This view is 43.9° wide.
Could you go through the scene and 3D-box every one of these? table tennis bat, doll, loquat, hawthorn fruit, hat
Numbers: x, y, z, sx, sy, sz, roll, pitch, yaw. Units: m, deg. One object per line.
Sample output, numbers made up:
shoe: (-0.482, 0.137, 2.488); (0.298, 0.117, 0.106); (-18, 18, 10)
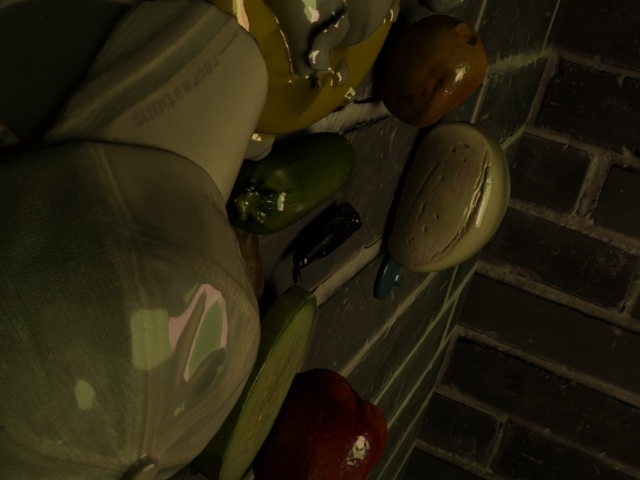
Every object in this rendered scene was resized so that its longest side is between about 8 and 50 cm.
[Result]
table tennis bat: (0.125, 0.059, 1.384); (0.100, 0.019, 0.155); (-68, 162, -4)
doll: (-0.006, -0.177, 0.540); (0.237, 0.111, 0.252); (-44, 156, -23)
loquat: (0.130, -0.197, 0.932); (0.137, 0.113, 0.137); (-59, -176, 7)
hawthorn fruit: (-0.009, 0.247, 0.986); (0.179, 0.173, 0.173); (-47, 174, 28)
hat: (-0.095, 0.008, 0.410); (0.232, 0.161, 0.275); (91, 22, -58)

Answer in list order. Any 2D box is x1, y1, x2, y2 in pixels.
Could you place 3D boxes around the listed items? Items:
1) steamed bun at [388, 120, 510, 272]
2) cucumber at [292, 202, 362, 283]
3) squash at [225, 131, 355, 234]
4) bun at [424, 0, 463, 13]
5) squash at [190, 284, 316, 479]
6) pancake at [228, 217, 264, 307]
steamed bun: (0.217, -0.066, 1.279); (0.200, 0.155, 0.250); (-13, 120, -70)
cucumber: (0.000, 0.000, 0.897); (0.039, 0.043, 0.163); (-29, -175, 35)
squash: (-0.026, -0.050, 0.684); (0.258, 0.069, 0.069); (-38, 146, -66)
bun: (0.157, -0.317, 0.977); (0.083, 0.045, 0.083); (-50, 151, -42)
squash: (-0.061, 0.150, 0.813); (0.219, 0.041, 0.219); (-61, 171, -16)
pancake: (-0.109, 0.093, 0.672); (0.250, 0.031, 0.250); (22, 90, -78)
